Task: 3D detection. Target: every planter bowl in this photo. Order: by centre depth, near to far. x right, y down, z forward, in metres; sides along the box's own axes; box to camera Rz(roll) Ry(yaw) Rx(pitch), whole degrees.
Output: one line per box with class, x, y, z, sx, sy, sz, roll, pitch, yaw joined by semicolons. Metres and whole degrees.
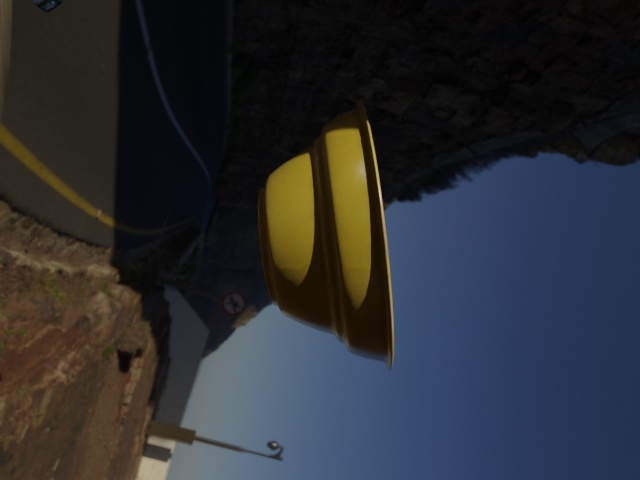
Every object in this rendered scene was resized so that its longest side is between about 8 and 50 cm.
planter bowl;0.000;0.000;0.449;0.217;0.090;0.217;-6;90;-89

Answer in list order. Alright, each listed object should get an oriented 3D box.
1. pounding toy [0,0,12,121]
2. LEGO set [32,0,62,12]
pounding toy;-0.314;-0.211;0.432;0.183;0.110;0.236;-137;-125;-59
LEGO set;-0.228;-0.346;0.532;0.060;0.183;0.244;-38;126;-86
